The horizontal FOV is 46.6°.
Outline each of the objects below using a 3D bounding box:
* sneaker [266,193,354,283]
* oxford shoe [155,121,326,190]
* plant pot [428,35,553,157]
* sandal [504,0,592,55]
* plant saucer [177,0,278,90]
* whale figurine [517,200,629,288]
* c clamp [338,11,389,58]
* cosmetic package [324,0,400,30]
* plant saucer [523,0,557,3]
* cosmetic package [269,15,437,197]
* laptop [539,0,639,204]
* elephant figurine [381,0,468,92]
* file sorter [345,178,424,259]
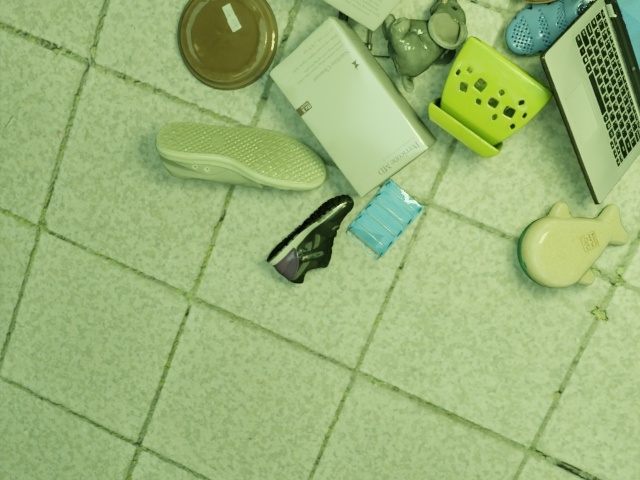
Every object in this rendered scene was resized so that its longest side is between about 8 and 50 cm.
[{"bbox_3d":[0.000,0.000,1.945,0.283,0.107,0.124,-41,104,19],"label":"sneaker"},{"bbox_3d":[-0.206,-0.203,1.936,0.449,0.169,0.130,10,143,3],"label":"oxford shoe"},{"bbox_3d":[0.384,-0.327,1.730,0.228,0.227,0.207,37,111,4],"label":"plant pot"},{"bbox_3d":[0.574,-0.518,1.696,0.317,0.138,0.126,-23,96,17],"label":"sandal"},{"bbox_3d":[-0.247,-0.530,1.926,0.277,0.041,0.278,2,99,13],"label":"plant saucer"},{"bbox_3d":[0.603,0.006,1.799,0.272,0.141,0.216,-25,94,-9],"label":"whale figurine"},{"bbox_3d":[0.107,-0.535,1.858,0.137,0.022,0.161,3,102,17],"label":"c clamp"},{"bbox_3d":[0.159,-0.704,1.607,0.230,0.161,0.453,26,138,-22],"label":"cosmetic package"},{"bbox_3d":[0.535,-0.610,1.694,0.198,0.036,0.199,-18,55,28],"label":"plant saucer"},{"bbox_3d":[0.083,-0.324,1.823,0.217,0.156,0.385,-38,88,21],"label":"cosmetic package"},{"bbox_3d":[0.720,-0.342,1.573,0.236,0.408,0.382,7,134,52],"label":"laptop"},{"bbox_3d":[0.279,-0.495,1.765,0.239,0.169,0.186,-17,125,-1],"label":"elephant figurine"},{"bbox_3d":[0.159,-0.051,1.884,0.118,0.104,0.170,41,106,4],"label":"file sorter"}]
